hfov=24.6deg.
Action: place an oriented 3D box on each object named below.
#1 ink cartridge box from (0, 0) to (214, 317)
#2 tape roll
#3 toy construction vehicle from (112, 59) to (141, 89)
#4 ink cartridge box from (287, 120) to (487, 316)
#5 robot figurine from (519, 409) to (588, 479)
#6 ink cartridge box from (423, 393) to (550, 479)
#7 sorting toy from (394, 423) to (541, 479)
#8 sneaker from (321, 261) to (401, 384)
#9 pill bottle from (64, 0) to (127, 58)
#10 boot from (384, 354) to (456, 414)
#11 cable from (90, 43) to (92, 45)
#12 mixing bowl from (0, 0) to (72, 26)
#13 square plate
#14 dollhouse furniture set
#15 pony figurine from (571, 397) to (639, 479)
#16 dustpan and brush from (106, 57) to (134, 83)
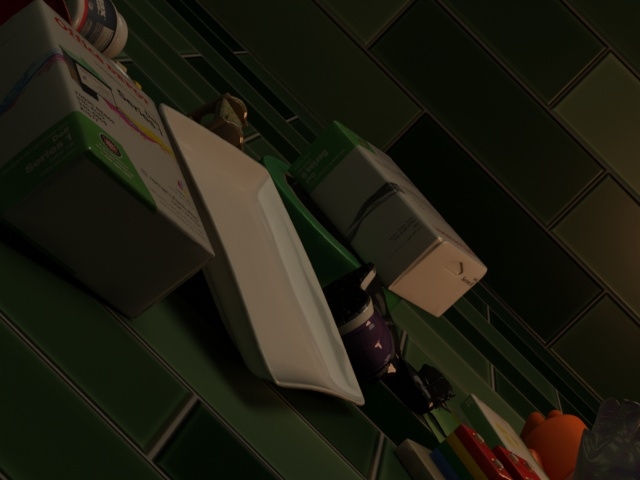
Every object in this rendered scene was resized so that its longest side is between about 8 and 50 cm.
[{"bbox_3d":[-0.240,-0.087,1.487,0.201,0.117,0.278,43,14,-42],"label":"ink cartridge box"},{"bbox_3d":[0.000,0.000,2.362,0.321,0.077,0.321,44,10,-9],"label":"tape roll"},{"bbox_3d":[-0.266,-0.181,1.931,0.086,0.035,0.098,34,49,-51],"label":"toy construction vehicle"},{"bbox_3d":[0.109,-0.033,2.355,0.289,0.121,0.211,51,11,30],"label":"ink cartridge box"},{"bbox_3d":[0.403,0.370,2.360,0.158,0.128,0.219,44,7,-46],"label":"robot figurine"},{"bbox_3d":[0.241,0.296,2.204,0.235,0.056,0.171,40,11,-35],"label":"ink cartridge box"},{"bbox_3d":[0.250,0.359,1.865,0.257,0.089,0.255,34,15,-49],"label":"sorting toy"},{"bbox_3d":[0.057,0.126,2.085,0.124,0.107,0.283,58,11,-11],"label":"sneaker"},{"bbox_3d":[-0.353,-0.318,2.119,0.108,0.108,0.180,48,10,16],"label":"pill bottle"},{"bbox_3d":[0.142,0.200,2.150,0.121,0.045,0.099,52,26,11],"label":"boot"},{"bbox_3d":[-0.261,-0.175,2.013,0.287,0.072,0.139,38,17,-36],"label":"cable"},{"bbox_3d":[-0.387,-0.266,1.716,0.181,0.098,0.181,47,27,-34],"label":"mixing bowl"},{"bbox_3d":[-0.075,0.034,1.738,0.347,0.049,0.344,67,12,17],"label":"square plate"},{"bbox_3d":[-0.129,-0.098,2.078,0.161,0.101,0.182,58,13,-22],"label":"dollhouse furniture set"},{"bbox_3d":[0.400,0.392,1.669,0.302,0.351,0.363,21,7,10],"label":"pony figurine"},{"bbox_3d":[-0.217,-0.145,1.880,0.211,0.060,0.147,43,-7,3],"label":"dustpan and brush"}]
